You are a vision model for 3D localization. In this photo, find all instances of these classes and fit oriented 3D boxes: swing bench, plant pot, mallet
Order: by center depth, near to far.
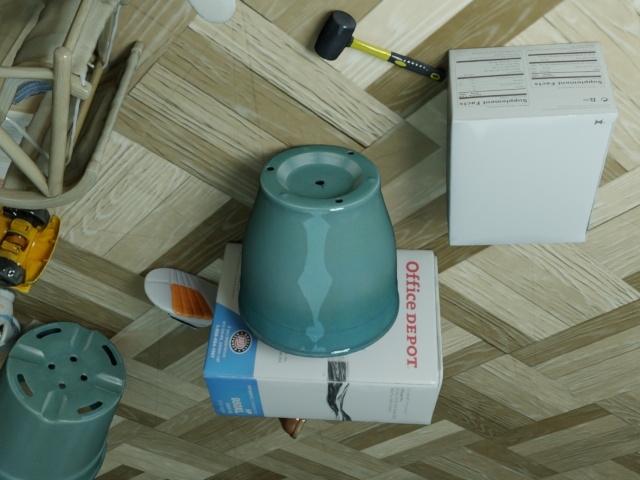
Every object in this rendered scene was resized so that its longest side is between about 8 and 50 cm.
[{"bbox_3d":[-0.327,-0.210,0.908,0.165,0.253,0.254,3,143,2],"label":"swing bench"},{"bbox_3d":[0.089,-0.258,0.984,0.190,0.039,0.062,10,140,-15],"label":"mallet"},{"bbox_3d":[0.000,0.000,1.156,0.272,0.271,0.255,3,128,2],"label":"plant pot"},{"bbox_3d":[-0.614,0.379,1.666,0.341,0.341,0.334,20,132,-19],"label":"plant pot"}]

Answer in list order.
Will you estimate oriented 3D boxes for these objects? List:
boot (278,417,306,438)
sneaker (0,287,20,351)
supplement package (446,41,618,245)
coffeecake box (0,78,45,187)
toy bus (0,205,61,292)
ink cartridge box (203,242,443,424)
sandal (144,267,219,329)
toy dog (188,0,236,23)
[{"bbox_3d":[-0.130,0.302,1.566,0.220,0.283,0.109,28,105,-14],"label":"boot"},{"bbox_3d":[-0.716,0.194,1.605,0.087,0.092,0.228,10,143,-9],"label":"sneaker"},{"bbox_3d":[0.282,-0.127,1.037,0.204,0.145,0.262,-1,141,8],"label":"supplement package"},{"bbox_3d":[-0.495,-0.163,1.138,0.142,0.068,0.185,9,142,-7],"label":"coffeecake box"},{"bbox_3d":[-0.604,0.005,1.328,0.220,0.149,0.211,22,155,-18],"label":"toy bus"},{"bbox_3d":[0.012,0.166,1.328,0.395,0.285,0.166,2,141,4],"label":"ink cartridge box"},{"bbox_3d":[-0.233,0.138,1.472,0.265,0.102,0.076,19,137,-21],"label":"sandal"},{"bbox_3d":[-0.085,-0.349,0.785,0.334,0.220,0.161,10,174,5],"label":"toy dog"}]
